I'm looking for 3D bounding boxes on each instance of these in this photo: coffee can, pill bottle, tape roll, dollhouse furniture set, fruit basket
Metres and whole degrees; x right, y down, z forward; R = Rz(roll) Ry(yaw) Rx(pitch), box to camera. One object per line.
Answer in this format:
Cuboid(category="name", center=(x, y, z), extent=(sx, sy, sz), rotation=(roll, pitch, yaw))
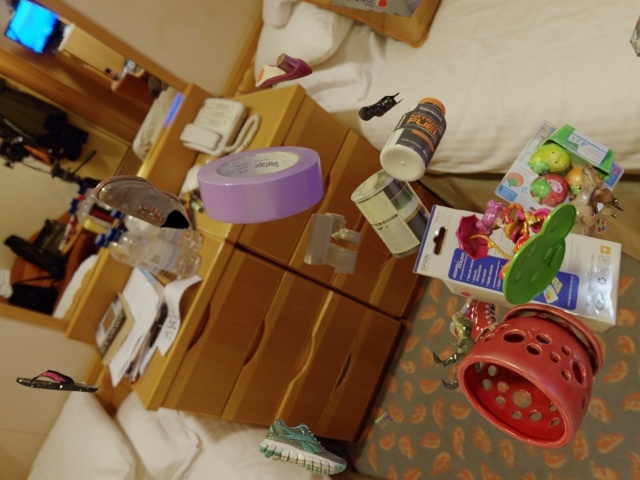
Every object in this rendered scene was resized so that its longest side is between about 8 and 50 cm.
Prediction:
Cuboid(category="coffee can", center=(0.270, -0.103, 1.617), extent=(0.201, 0.275, 0.201), rotation=(-35, 16, 12))
Cuboid(category="pill bottle", center=(0.268, -0.290, 1.234), extent=(0.130, 0.130, 0.246), rotation=(-9, 42, 49))
Cuboid(category="tape roll", center=(-0.133, -0.133, 1.005), extent=(0.275, 0.274, 0.090), rotation=(37, 139, 55))
Cuboid(category="dollhouse furniture set", center=(0.000, 0.000, 1.097), extent=(0.123, 0.151, 0.144), rotation=(20, 104, 46))
Cuboid(category="fruit basket", center=(0.816, -0.207, 1.503), extent=(0.353, 0.327, 0.165), rotation=(-50, -11, -19))

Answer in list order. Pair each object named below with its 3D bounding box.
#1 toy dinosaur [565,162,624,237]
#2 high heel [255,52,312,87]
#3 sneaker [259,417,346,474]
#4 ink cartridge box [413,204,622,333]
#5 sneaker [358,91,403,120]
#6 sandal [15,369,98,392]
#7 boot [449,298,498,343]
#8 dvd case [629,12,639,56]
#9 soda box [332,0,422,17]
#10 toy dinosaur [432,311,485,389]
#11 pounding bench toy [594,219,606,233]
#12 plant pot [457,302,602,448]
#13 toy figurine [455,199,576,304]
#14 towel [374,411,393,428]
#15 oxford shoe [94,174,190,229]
Cuboid(category="toy dinosaur", center=(0.650, -0.031, 1.122), extent=(0.127, 0.200, 0.296), rotation=(33, 121, 35))
Cuboid(category="high heel", center=(-0.133, -0.567, 1.539), extent=(0.244, 0.117, 0.082), rotation=(-14, 63, 54))
Cuboid(category="sneaker", center=(-0.028, 0.386, 0.843), extent=(0.065, 0.166, 0.076), rotation=(105, -176, -47))
Cuboid(category="ink cartridge box", center=(0.391, 0.048, 0.904), extent=(0.370, 0.069, 0.176), rotation=(15, 64, 16))
Cuboid(category="sneaker", center=(0.203, -0.454, 1.498), extent=(0.089, 0.170, 0.051), rotation=(-34, 84, 45))
Cuboid(category="sandal", center=(-0.627, 0.336, 1.070), extent=(0.067, 0.179, 0.040), rotation=(147, 131, -74))
Cuboid(category="boot", center=(0.523, 0.219, 1.355), extent=(0.244, 0.088, 0.176), rotation=(-60, 26, 0))
Cuboid(category="dvd case", center=(0.793, -0.526, 1.087), extent=(0.013, 0.119, 0.087), rotation=(3, 49, 14))
Cuboid(category="soda box", center=(0.152, -0.723, 1.268), extent=(0.286, 0.098, 0.091), rotation=(28, 80, 33))
Cuboid(category="toy dinosaur", center=(0.354, 0.319, 1.122), extent=(0.118, 0.064, 0.268), rotation=(-17, 77, 12))
Cuboid(category="pounding bench toy", center=(1.035, -0.071, 1.678), extent=(0.065, 0.052, 0.083), rotation=(-167, 64, -69))
Cuboid(category="plant pot", center=(0.358, 0.217, 0.755), extent=(0.174, 0.191, 0.191), rotation=(-37, 22, -32))
Cuboid(category="toy figurine", center=(0.298, -0.010, 0.730), extent=(0.159, 0.130, 0.173), rotation=(43, 118, 50))
Cuboid(category="towel", center=(0.245, 0.691, 1.710), extent=(0.060, 0.083, 0.009), rotation=(-40, 42, -2))
Cuboid(category="oxford shoe", center=(-0.556, -0.115, 1.446), extent=(0.130, 0.348, 0.123), rotation=(44, 104, 25))
